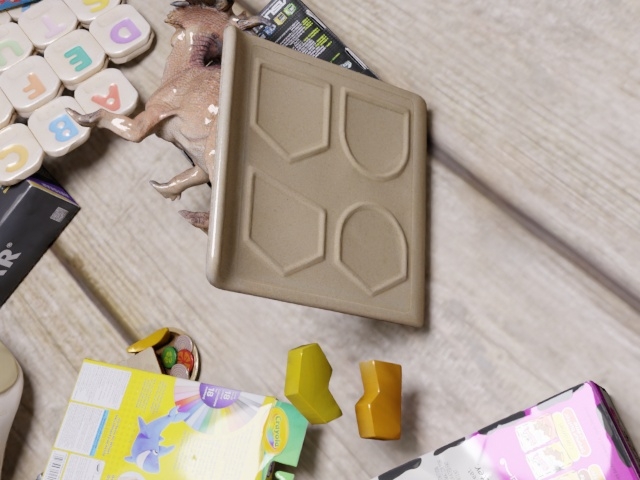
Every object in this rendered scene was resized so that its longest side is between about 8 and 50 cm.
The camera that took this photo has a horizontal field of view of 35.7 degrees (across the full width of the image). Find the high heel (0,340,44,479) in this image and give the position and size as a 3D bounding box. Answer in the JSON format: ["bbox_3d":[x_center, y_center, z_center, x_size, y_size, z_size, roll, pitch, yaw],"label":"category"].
[{"bbox_3d":[-0.371,0.200,0.984,0.186,0.093,0.261,-39,72,17],"label":"high heel"}]

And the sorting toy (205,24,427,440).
[{"bbox_3d":[0.000,0.000,0.805,0.041,0.229,0.307,-17,65,49],"label":"sorting toy"}]

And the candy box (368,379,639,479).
[{"bbox_3d":[0.136,0.227,0.745,0.233,0.071,0.159,-28,64,16],"label":"candy box"}]

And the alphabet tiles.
[{"bbox_3d":[-0.329,-0.188,1.080,0.284,0.021,0.278,-33,57,-11],"label":"alphabet tiles"}]

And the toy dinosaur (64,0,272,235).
[{"bbox_3d":[-0.079,-0.117,0.888,0.296,0.127,0.200,40,87,24],"label":"toy dinosaur"}]

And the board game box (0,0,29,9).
[{"bbox_3d":[-0.357,-0.423,1.113,0.302,0.086,0.308,-15,78,5],"label":"board game box"}]

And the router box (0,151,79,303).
[{"bbox_3d":[-0.445,-0.001,1.106,0.309,0.081,0.243,-49,59,5],"label":"router box"}]

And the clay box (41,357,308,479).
[{"bbox_3d":[-0.123,0.188,0.874,0.222,0.053,0.127,10,69,16],"label":"clay box"}]

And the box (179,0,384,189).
[{"bbox_3d":[-0.042,-0.122,0.962,0.190,0.045,0.184,-45,62,7],"label":"box"}]

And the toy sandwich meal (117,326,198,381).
[{"bbox_3d":[-0.156,0.120,0.951,0.086,0.029,0.085,-8,71,25],"label":"toy sandwich meal"}]
